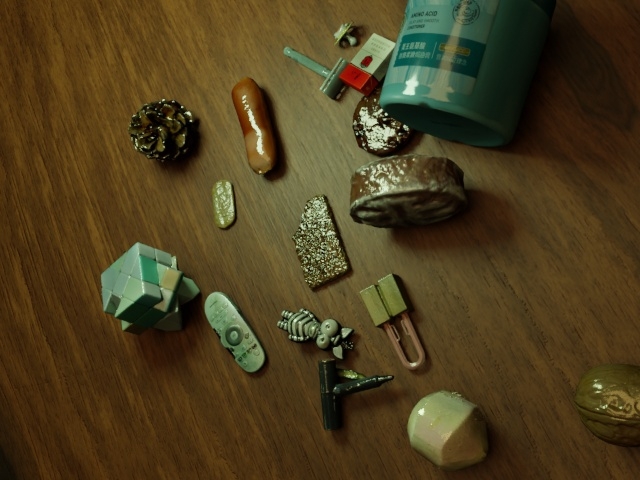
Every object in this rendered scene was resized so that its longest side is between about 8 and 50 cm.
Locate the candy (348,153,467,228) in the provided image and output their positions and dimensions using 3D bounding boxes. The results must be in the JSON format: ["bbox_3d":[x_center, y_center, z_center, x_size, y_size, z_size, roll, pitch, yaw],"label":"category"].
[{"bbox_3d":[0.207,-0.119,1.817,0.289,0.214,0.157,-8,70,25],"label":"candy"}]

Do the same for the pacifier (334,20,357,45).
[{"bbox_3d":[0.075,-0.562,2.085,0.064,0.068,0.083,40,120,-5],"label":"pacifier"}]

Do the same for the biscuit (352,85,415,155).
[{"bbox_3d":[0.166,-0.315,1.978,0.192,0.049,0.192,-10,71,29],"label":"biscuit"}]

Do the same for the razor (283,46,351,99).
[{"bbox_3d":[-0.019,-0.489,2.114,0.232,0.068,0.106,39,96,35],"label":"razor"}]

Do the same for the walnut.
[{"bbox_3d":[0.620,0.334,1.534,0.207,0.167,0.167,2,80,26],"label":"walnut"}]

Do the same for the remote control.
[{"bbox_3d":[-0.233,0.248,2.060,0.097,0.045,0.256,-41,67,15],"label":"remote control"}]

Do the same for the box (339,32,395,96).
[{"bbox_3d":[0.133,-0.467,2.011,0.152,0.048,0.100,-49,45,0],"label":"box"}]

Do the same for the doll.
[{"bbox_3d":[-0.013,0.232,1.937,0.219,0.067,0.091,17,75,27],"label":"doll"}]

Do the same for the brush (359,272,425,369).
[{"bbox_3d":[0.188,0.206,1.850,0.103,0.047,0.233,-31,67,18],"label":"brush"}]

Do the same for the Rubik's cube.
[{"bbox_3d":[-0.466,0.135,2.120,0.265,0.213,0.224,-36,50,28],"label":"Rubik's cube"}]

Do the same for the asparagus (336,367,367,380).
[{"bbox_3d":[0.067,0.335,1.897,0.108,0.021,0.025,6,80,28],"label":"asparagus"}]

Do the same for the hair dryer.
[{"bbox_3d":[0.089,0.375,1.848,0.194,0.050,0.173,-5,89,25],"label":"hair dryer"}]

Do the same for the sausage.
[{"bbox_3d":[-0.181,-0.324,2.140,0.089,0.083,0.300,-20,73,15],"label":"sausage"}]

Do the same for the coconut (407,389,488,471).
[{"bbox_3d":[0.293,0.426,1.684,0.183,0.171,0.171,22,89,32],"label":"coconut"}]

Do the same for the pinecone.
[{"bbox_3d":[-0.467,-0.326,2.219,0.179,0.204,0.184,9,83,9],"label":"pinecone"}]

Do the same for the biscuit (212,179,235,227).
[{"bbox_3d":[-0.278,-0.105,2.176,0.071,0.018,0.147,-14,73,23],"label":"biscuit"}]

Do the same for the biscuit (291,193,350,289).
[{"bbox_3d":[-0.011,0.001,2.010,0.131,0.026,0.237,-26,69,18],"label":"biscuit"}]

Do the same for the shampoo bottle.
[{"bbox_3d":[0.336,-0.426,1.757,0.331,0.331,0.343,17,89,29],"label":"shampoo bottle"}]
